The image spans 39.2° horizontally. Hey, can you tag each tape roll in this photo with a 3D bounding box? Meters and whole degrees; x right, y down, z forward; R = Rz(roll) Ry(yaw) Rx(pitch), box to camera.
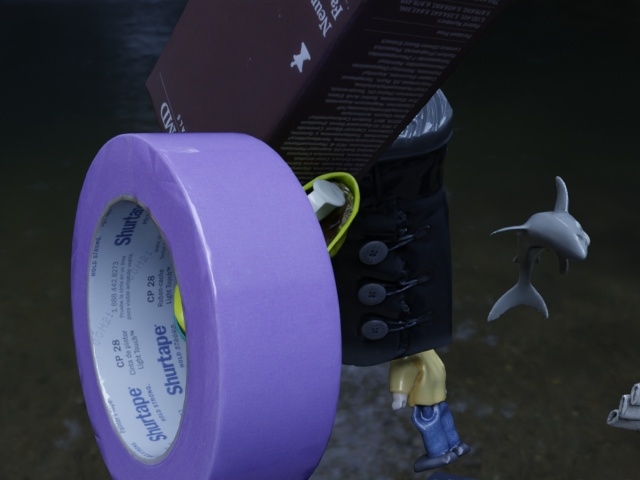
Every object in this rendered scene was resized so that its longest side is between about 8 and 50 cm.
[{"bbox_3d":[-0.096,0.059,0.654,0.090,0.275,0.275,-5,20,-34],"label":"tape roll"}]

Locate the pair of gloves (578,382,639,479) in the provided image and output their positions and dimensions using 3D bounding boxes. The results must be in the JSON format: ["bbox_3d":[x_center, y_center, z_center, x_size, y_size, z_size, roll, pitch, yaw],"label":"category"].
[{"bbox_3d":[0.396,0.256,1.033,0.204,0.240,0.042,16,11,-25],"label":"pair of gloves"}]

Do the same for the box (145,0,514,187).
[{"bbox_3d":[-0.001,-0.181,0.743,0.143,0.381,0.191,-4,58,-35],"label":"box"}]

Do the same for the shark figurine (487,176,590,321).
[{"bbox_3d":[0.315,0.011,1.392,0.116,0.278,0.166,-3,64,-9],"label":"shark figurine"}]

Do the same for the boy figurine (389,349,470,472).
[{"bbox_3d":[0.155,0.236,1.495,0.092,0.285,0.177,-25,-7,29],"label":"boy figurine"}]

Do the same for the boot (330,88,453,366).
[{"bbox_3d":[0.002,0.000,1.254,0.367,0.445,0.146,-1,49,6],"label":"boot"}]

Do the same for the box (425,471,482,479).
[{"bbox_3d":[0.147,0.507,1.160,0.294,0.296,0.183,-21,9,-37],"label":"box"}]

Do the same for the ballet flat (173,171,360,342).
[{"bbox_3d":[-0.030,0.001,0.674,0.077,0.077,0.231,43,32,4],"label":"ballet flat"}]
